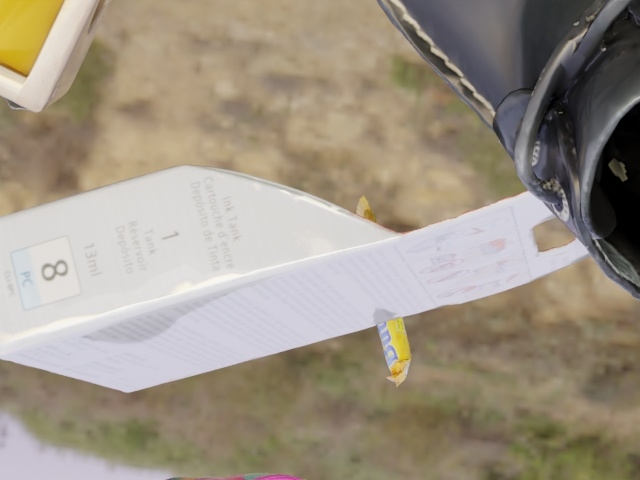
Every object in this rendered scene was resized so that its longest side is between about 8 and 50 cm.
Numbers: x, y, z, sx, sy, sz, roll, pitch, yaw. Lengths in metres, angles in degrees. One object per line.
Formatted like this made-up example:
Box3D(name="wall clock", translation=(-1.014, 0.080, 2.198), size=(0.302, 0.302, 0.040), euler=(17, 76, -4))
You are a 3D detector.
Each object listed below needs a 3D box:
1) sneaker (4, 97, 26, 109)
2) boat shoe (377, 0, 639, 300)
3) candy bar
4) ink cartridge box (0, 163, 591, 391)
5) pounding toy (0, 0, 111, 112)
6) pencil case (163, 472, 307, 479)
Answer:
Box3D(name="sneaker", translation=(-0.137, -0.152, 0.893), size=(0.089, 0.170, 0.051), euler=(24, 172, 41))
Box3D(name="boat shoe", translation=(0.115, -0.030, 0.488), size=(0.340, 0.127, 0.113), euler=(43, -145, 14))
Box3D(name="candy bar", translation=(0.050, 0.040, 1.457), size=(0.018, 0.161, 0.040), euler=(-5, 151, -13))
Box3D(name="ink cartridge box", translation=(0.000, 0.000, 1.175), size=(0.385, 0.091, 0.308), euler=(-17, 168, 6))
Box3D(name="pounding toy", translation=(-0.106, -0.165, 0.785), size=(0.181, 0.206, 0.094), euler=(27, -171, -4))
Box3D(name="pencil case", translation=(-0.062, 0.221, 1.317), size=(0.104, 0.104, 0.236), euler=(7, 172, -24))
